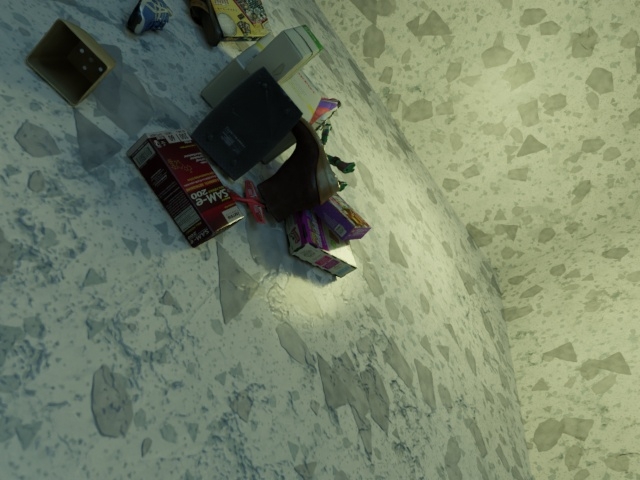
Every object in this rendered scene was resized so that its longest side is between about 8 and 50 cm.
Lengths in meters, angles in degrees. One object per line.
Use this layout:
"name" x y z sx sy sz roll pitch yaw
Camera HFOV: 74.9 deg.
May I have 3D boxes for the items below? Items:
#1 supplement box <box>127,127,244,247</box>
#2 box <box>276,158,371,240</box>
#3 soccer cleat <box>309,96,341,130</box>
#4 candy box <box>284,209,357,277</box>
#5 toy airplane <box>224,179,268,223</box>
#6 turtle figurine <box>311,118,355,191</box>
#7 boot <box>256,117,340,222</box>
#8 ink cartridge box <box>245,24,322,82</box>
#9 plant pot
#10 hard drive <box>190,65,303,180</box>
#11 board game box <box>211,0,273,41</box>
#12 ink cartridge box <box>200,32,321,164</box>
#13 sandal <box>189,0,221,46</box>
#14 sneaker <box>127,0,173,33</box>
"supplement box" -0.283 -0.117 0.898 0.240 0.073 0.130 57 27 -5
"box" 0.016 -0.122 1.287 0.293 0.057 0.201 46 15 13
"soccer cleat" 0.003 -0.568 1.775 0.116 0.108 0.318 46 32 -14
"candy box" 0.000 0.000 1.239 0.233 0.071 0.159 28 38 -43
"toy airplane" -0.191 -0.102 1.076 0.151 0.028 0.151 40 28 -26
"turtle figurine" 0.006 -0.273 1.359 0.118 0.175 0.234 -31 66 -23
"boot" -0.082 -0.195 1.140 0.249 0.206 0.090 64 -9 0
"ink cartridge box" -0.096 -0.502 1.150 0.087 0.153 0.208 50 30 -15
"plant pot" -0.464 -0.343 0.805 0.109 0.109 0.096 47 17 -21
"hard drive" -0.188 -0.297 1.075 0.172 0.255 0.054 46 -4 -21
"board game box" -0.288 -0.792 1.473 0.243 0.042 0.165 -29 103 -46
"ink cartridge box" -0.165 -0.460 1.330 0.279 0.160 0.385 47 31 -21
"sandal" -0.386 -0.725 1.344 0.060 0.090 0.220 -17 83 -39
"sneaker" -0.443 -0.596 1.101 0.081 0.080 0.211 35 37 -32
